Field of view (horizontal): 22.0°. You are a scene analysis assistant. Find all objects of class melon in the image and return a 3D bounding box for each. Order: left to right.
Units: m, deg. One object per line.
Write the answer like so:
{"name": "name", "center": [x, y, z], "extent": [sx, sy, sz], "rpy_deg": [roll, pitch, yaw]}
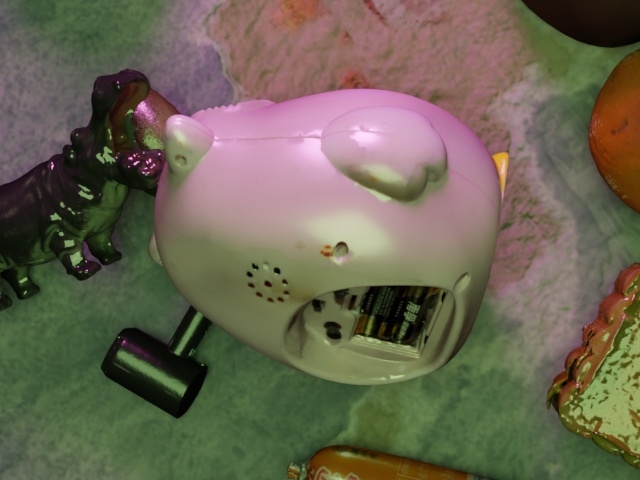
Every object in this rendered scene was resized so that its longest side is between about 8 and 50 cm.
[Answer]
{"name": "melon", "center": [-0.206, -0.123, 1.963], "extent": [0.099, 0.099, 0.162], "rpy_deg": [-38, 81, 4]}

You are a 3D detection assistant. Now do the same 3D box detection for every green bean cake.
{"name": "green bean cake", "center": [0.399, 0.160, 1.897], "extent": [0.230, 0.131, 0.224], "rpy_deg": [30, 95, 1]}

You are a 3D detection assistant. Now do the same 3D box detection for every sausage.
{"name": "sausage", "center": [0.112, 0.304, 1.940], "extent": [0.312, 0.093, 0.093], "rpy_deg": [13, 91, 5]}

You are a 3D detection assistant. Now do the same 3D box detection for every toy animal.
{"name": "toy animal", "center": [-0.286, -0.046, 1.921], "extent": [0.343, 0.106, 0.168], "rpy_deg": [-38, 88, 28]}

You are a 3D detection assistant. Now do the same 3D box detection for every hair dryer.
{"name": "hair dryer", "center": [-0.158, 0.080, 1.978], "extent": [0.114, 0.070, 0.248], "rpy_deg": [29, 89, 4]}

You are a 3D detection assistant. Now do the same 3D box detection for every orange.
{"name": "orange", "center": [0.419, -0.126, 1.874], "extent": [0.224, 0.170, 0.224], "rpy_deg": [0, 89, 6]}

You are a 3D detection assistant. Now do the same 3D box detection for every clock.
{"name": "clock", "center": [0.000, 0.000, 1.811], "extent": [0.377, 0.368, 0.250], "rpy_deg": [11, 55, -4]}

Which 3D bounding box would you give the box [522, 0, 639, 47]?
{"name": "box", "center": [0.344, -0.380, 1.860], "extent": [0.301, 0.216, 0.301], "rpy_deg": [0, 89, 3]}
